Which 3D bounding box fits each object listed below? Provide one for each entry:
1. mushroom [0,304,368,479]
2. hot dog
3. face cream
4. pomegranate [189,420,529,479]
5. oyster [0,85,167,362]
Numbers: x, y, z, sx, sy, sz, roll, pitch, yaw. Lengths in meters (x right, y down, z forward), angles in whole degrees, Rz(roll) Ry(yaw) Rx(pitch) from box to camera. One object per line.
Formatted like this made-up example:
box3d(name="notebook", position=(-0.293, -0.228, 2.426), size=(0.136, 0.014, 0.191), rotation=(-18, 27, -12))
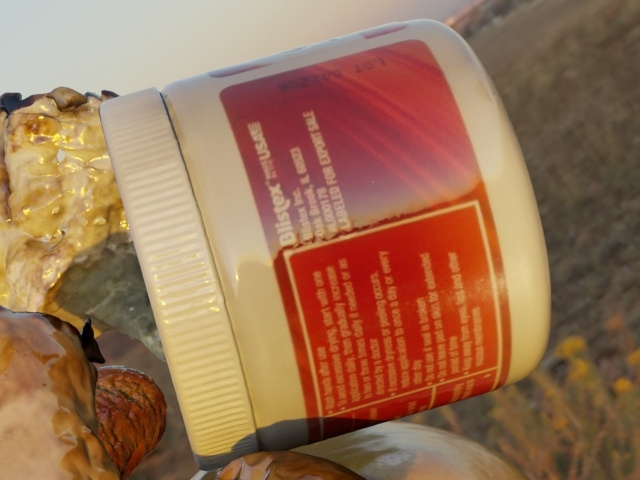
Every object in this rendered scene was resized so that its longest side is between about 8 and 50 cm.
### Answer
box3d(name="mushroom", position=(-0.085, 0.191, 0.599), size=(0.267, 0.255, 0.267), rotation=(23, -90, -89))
box3d(name="hot dog", position=(-0.174, 0.155, 1.111), size=(0.065, 0.099, 0.147), rotation=(-3, 23, 22))
box3d(name="face cream", position=(0.000, 0.000, 0.740), size=(0.187, 0.201, 0.201), rotation=(-15, 2, -7))
box3d(name="pomegranate", position=(0.016, 0.342, 1.095), size=(0.417, 0.416, 0.416), rotation=(-36, 4, 3))
box3d(name="oyster", position=(-0.129, 0.003, 0.832), size=(0.163, 0.191, 0.081), rotation=(-57, 10, 17))
